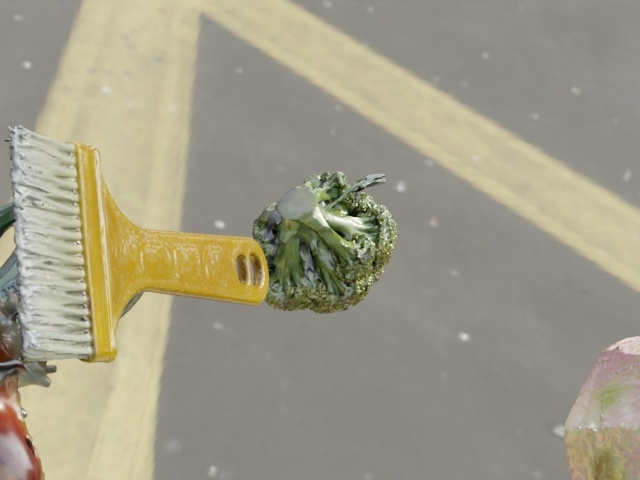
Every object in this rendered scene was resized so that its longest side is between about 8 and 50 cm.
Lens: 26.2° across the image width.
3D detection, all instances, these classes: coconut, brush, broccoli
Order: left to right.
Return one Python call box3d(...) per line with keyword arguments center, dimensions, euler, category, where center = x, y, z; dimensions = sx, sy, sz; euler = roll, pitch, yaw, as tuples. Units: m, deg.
box3d(center=(-0.081, 0.010, 0.704), dimensions=(0.013, 0.103, 0.272), euler=(-7, -6, 20), category="brush")
box3d(center=(0.000, 0.000, 1.180), dimensions=(0.131, 0.120, 0.130), euler=(-7, 59, 20), category="broccoli")
box3d(center=(0.333, 0.179, 1.195), dimensions=(0.233, 0.233, 0.245), euler=(-4, -7, -39), category="coconut")

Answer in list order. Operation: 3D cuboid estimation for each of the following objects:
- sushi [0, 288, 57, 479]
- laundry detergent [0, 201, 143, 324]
box3d(center=(-0.194, 0.035, 0.624), dimensions=(0.226, 0.097, 0.103), euler=(54, 14, 21), category="sushi")
box3d(center=(-0.265, 0.046, 1.161), dimensions=(0.137, 0.211, 0.063), euler=(62, 3, 10), category="laundry detergent")
